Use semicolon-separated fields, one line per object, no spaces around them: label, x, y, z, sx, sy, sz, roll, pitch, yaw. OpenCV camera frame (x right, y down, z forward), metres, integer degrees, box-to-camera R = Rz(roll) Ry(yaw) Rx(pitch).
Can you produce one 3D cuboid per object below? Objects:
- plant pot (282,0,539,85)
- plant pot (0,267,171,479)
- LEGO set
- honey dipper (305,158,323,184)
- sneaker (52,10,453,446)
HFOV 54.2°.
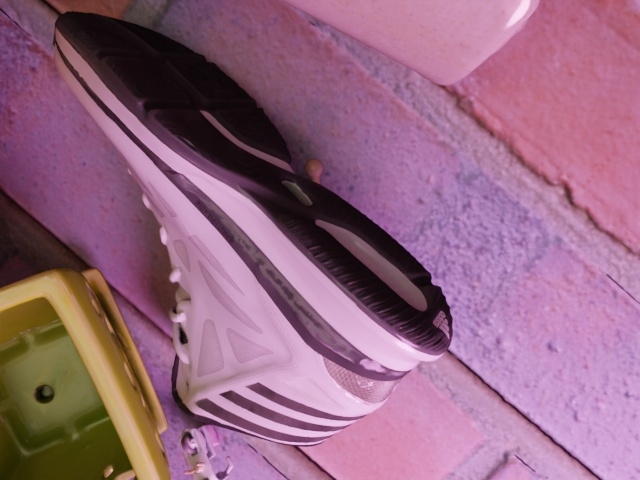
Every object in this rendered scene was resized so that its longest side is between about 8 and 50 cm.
plant pot;0.035;-0.283;0.434;0.305;0.334;0.334;33;104;-8
plant pot;-0.277;0.158;0.589;0.228;0.207;0.227;-23;97;-6
LEGO set;-0.207;0.318;0.699;0.286;0.107;0.132;-28;60;18
honey dipper;0.000;0.000;0.621;0.030;0.030;0.161;-6;97;11
sneaker;-0.124;0.011;0.574;0.447;0.169;0.257;45;117;11
